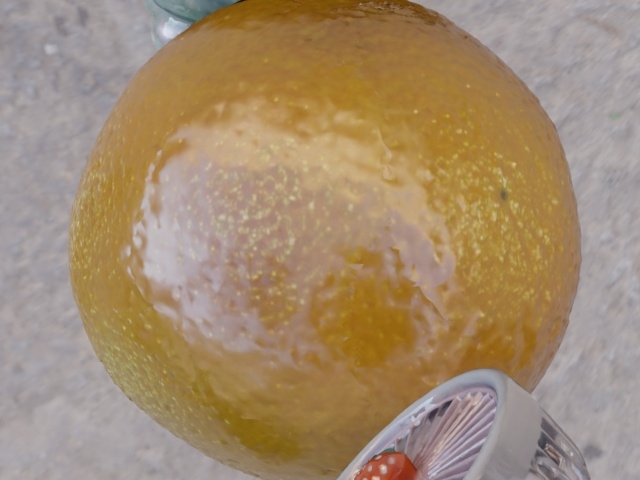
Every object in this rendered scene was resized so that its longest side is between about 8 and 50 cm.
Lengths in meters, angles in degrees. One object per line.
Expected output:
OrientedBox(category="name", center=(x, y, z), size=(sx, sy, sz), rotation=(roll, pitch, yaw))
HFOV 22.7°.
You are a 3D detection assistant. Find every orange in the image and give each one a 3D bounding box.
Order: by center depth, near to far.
OrientedBox(category="orange", center=(0.000, 0.000, 0.848), size=(0.274, 0.274, 0.274), rotation=(5, 106, 18))

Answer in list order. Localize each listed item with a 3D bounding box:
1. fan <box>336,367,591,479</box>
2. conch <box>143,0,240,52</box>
OrientedBox(category="fan", center=(0.055, 0.115, 0.568), size=(0.074, 0.244, 0.130), rotation=(44, 83, -10))
OrientedBox(category="conch", center=(-0.009, -0.208, 0.930), size=(0.195, 0.220, 0.277), rotation=(36, 87, 23))
